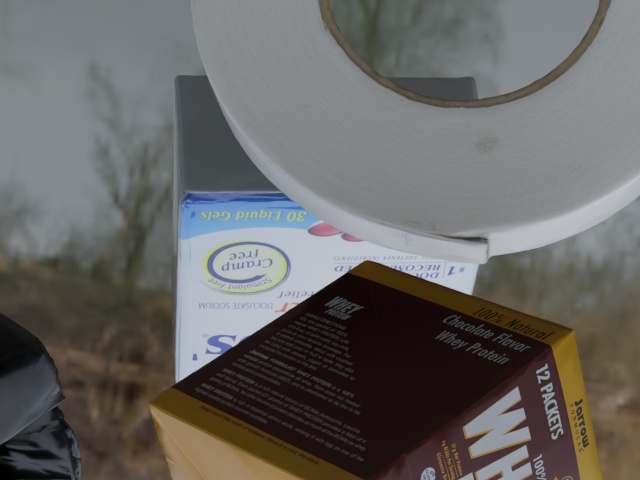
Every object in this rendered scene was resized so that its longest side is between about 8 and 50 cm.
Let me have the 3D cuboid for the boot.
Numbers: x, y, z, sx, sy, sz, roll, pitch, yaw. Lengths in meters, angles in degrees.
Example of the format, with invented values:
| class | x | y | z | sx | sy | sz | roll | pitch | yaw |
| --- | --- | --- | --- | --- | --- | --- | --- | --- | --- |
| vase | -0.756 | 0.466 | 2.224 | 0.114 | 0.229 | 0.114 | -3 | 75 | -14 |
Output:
| class | x | y | z | sx | sy | sz | roll | pitch | yaw |
| --- | --- | --- | --- | --- | --- | --- | --- | --- | --- |
| boot | -0.346 | 0.102 | 1.461 | 0.445 | 0.146 | 0.367 | 29 | 157 | 32 |

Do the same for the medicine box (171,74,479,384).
| class | x | y | z | sx | sy | sz | roll | pitch | yaw |
| --- | --- | --- | --- | --- | --- | --- | --- | --- | --- |
| medicine box | 0.000 | 0.000 | 1.617 | 0.263 | 0.149 | 0.289 | -1 | 140 | -5 |

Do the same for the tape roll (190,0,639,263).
| class | x | y | z | sx | sy | sz | roll | pitch | yaw |
| --- | --- | --- | --- | --- | --- | --- | --- | --- | --- |
| tape roll | 0.102 | -0.179 | 1.278 | 0.392 | 0.392 | 0.072 | 6 | 167 | 6 |

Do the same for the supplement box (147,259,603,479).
| class | x | y | z | sx | sy | sz | roll | pitch | yaw |
| --- | --- | --- | --- | --- | --- | --- | --- | --- | --- |
| supplement box | 0.037 | 0.131 | 1.133 | 0.194 | 0.129 | 0.191 | -33 | -148 | -30 |
